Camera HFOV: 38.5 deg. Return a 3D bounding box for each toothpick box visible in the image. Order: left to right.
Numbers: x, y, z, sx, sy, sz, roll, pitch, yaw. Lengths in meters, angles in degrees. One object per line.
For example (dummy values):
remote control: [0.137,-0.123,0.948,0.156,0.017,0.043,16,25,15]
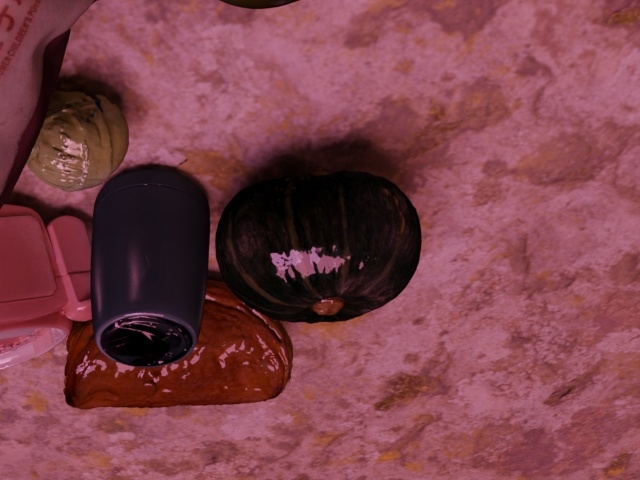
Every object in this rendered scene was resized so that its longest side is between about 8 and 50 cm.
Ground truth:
toothpick box: [-0.170,0.030,0.910,0.120,0.184,0.120,-3,140,-2]

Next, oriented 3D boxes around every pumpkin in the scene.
pumpkin: [-0.001,0.002,0.930,0.211,0.152,0.212,-14,157,-6]

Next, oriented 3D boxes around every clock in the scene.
clock: [-0.377,0.066,0.958,0.227,0.142,0.241,-7,159,-43]

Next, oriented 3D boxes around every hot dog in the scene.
hot dog: [-0.166,0.131,1.087,0.272,0.122,0.196,-2,141,-22]

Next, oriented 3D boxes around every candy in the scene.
candy: [-0.313,-0.065,0.755,0.335,0.093,0.092,-16,170,-36]

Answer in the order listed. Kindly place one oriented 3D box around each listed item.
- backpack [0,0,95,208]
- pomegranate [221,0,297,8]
backpack: [-0.313,-0.181,0.614,0.317,0.197,0.283,27,95,-20]
pomegranate: [-0.050,-0.266,0.598,0.187,0.187,0.225,-31,107,27]
